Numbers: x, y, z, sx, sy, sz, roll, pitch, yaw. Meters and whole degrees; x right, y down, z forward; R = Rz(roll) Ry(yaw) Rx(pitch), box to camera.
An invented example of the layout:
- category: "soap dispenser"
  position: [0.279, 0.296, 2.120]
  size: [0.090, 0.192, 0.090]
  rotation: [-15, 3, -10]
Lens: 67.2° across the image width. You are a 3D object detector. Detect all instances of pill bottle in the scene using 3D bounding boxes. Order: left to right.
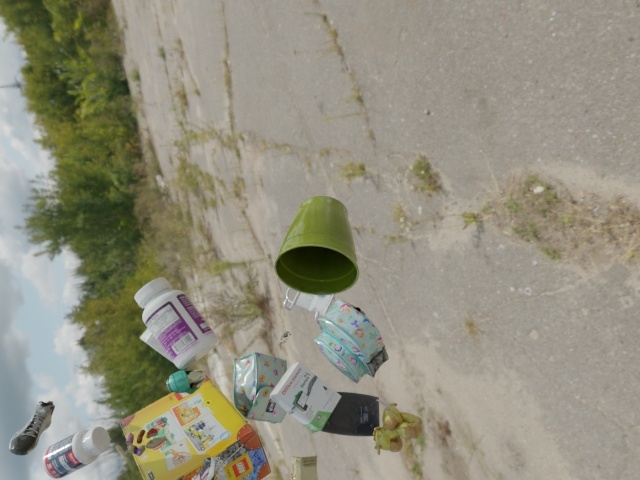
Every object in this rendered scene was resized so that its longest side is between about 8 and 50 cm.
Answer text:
- category: "pill bottle"
  position: [-0.765, 0.663, 1.517]
  size: [0.108, 0.180, 0.108]
  rotation: [60, -173, -13]
- category: "pill bottle"
  position: [-0.509, 0.282, 1.680]
  size: [0.301, 0.169, 0.169]
  rotation: [50, 154, 10]

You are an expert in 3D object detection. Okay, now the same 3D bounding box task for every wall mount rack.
- category: "wall mount rack"
  position: [-0.032, 0.255, 2.522]
  size: [0.350, 0.304, 0.130]
  rotation: [17, 162, 28]

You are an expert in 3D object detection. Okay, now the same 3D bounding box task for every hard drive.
- category: "hard drive"
  position: [0.119, 0.722, 1.996]
  size: [0.054, 0.254, 0.172]
  rotation: [118, 157, -57]

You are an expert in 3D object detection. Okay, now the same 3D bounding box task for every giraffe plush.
- category: "giraffe plush"
  position: [0.278, 0.753, 1.885]
  size: [0.210, 0.181, 0.170]
  rotation: [25, 98, 40]

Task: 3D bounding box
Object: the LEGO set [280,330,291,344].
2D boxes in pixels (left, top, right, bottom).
- category: "LEGO set"
  position: [-0.149, 0.395, 1.984]
  size: [0.023, 0.054, 0.083]
  rotation: [51, -174, -10]

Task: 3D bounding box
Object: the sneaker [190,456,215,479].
- category: "sneaker"
  position: [-0.326, 0.656, 1.292]
  size: [0.178, 0.077, 0.072]
  rotation: [-106, 25, -72]

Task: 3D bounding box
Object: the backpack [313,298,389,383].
- category: "backpack"
  position: [0.095, 0.321, 1.562]
  size: [0.225, 0.191, 0.253]
  rotation: [33, 153, 35]

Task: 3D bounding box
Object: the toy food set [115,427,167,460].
- category: "toy food set"
  position: [-0.493, 0.551, 1.327]
  size: [0.078, 0.122, 0.019]
  rotation: [32, 118, 28]

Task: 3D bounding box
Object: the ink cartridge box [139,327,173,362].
- category: "ink cartridge box"
  position: [-0.731, 0.485, 2.287]
  size: [0.198, 0.115, 0.273]
  rotation: [42, 158, -16]

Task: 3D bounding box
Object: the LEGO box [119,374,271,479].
- category: "LEGO box"
  position: [-0.473, 0.751, 1.764]
  size: [0.500, 0.372, 0.193]
  rotation: [17, 127, 56]

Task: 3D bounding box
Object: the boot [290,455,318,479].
- category: "boot"
  position: [-0.124, 1.046, 2.080]
  size: [0.095, 0.262, 0.203]
  rotation: [135, 131, -64]

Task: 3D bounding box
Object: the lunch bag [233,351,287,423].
- category: "lunch bag"
  position: [-0.240, 0.617, 1.995]
  size: [0.160, 0.223, 0.262]
  rotation: [-26, 55, 26]

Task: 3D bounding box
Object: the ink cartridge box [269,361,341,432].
- category: "ink cartridge box"
  position: [-0.058, 0.597, 1.840]
  size: [0.219, 0.160, 0.092]
  rotation: [39, 147, -2]

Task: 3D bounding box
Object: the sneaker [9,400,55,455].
- category: "sneaker"
  position: [-1.020, 0.648, 1.718]
  size: [0.229, 0.086, 0.132]
  rotation: [-124, 57, -75]

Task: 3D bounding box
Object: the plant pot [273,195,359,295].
- category: "plant pot"
  position: [0.000, 0.000, 2.162]
  size: [0.366, 0.366, 0.353]
  rotation: [103, 176, -51]

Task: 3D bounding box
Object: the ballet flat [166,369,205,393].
- category: "ballet flat"
  position: [-0.447, 0.486, 1.668]
  size: [0.247, 0.087, 0.083]
  rotation: [75, 174, -76]
